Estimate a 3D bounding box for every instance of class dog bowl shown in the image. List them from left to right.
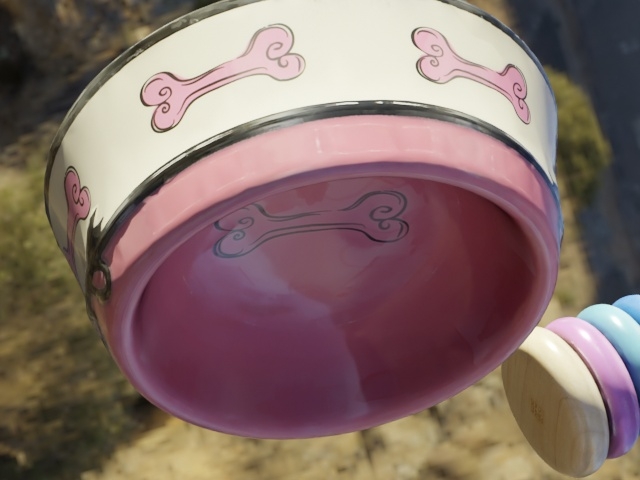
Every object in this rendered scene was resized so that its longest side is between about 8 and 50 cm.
[{"bbox_3d":[0.000,0.000,1.365,0.408,0.408,0.150,61,13,-52],"label":"dog bowl"}]

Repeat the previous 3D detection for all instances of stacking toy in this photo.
[{"bbox_3d":[0.334,0.090,1.622,0.141,0.330,0.141,53,-24,37],"label":"stacking toy"}]
